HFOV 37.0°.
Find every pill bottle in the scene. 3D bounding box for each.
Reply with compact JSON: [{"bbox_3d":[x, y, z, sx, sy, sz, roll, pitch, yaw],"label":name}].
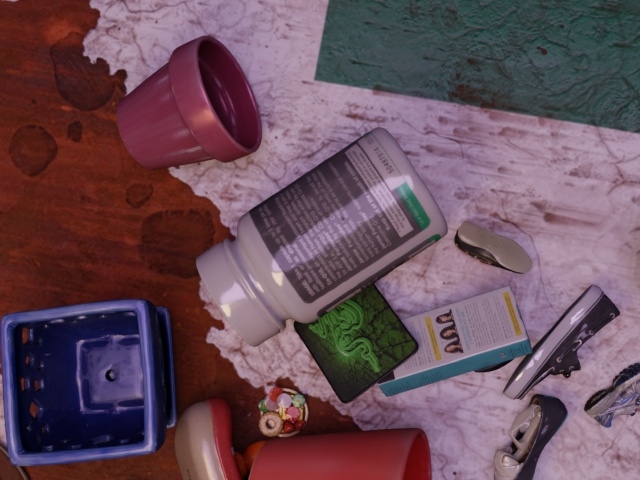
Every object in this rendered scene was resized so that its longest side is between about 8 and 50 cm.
[{"bbox_3d":[0.000,0.000,1.500,0.361,0.204,0.204,-33,84,2],"label":"pill bottle"}]

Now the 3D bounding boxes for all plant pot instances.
[{"bbox_3d":[-0.219,-0.204,1.549,0.180,0.201,0.201,-20,85,20],"label":"plant pot"},{"bbox_3d":[-0.351,0.216,1.519,0.236,0.212,0.236,-6,87,5],"label":"plant pot"},{"bbox_3d":[0.028,0.409,1.459,0.243,0.275,0.275,2,87,17],"label":"plant pot"}]

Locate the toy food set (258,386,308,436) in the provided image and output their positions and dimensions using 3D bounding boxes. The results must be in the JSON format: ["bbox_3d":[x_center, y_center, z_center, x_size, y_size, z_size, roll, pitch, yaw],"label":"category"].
[{"bbox_3d":[-0.062,0.284,1.583,0.083,0.020,0.082,2,87,6],"label":"toy food set"}]

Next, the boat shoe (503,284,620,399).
[{"bbox_3d":[0.387,0.176,1.521,0.076,0.080,0.228,41,84,8],"label":"boat shoe"}]

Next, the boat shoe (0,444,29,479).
[{"bbox_3d":[-0.531,0.469,1.571,0.123,0.116,0.324,-29,85,3],"label":"boat shoe"}]

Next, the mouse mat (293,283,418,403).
[{"bbox_3d":[0.053,0.152,1.537,0.152,0.007,0.189,-38,51,3],"label":"mouse mat"}]

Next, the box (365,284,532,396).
[{"bbox_3d":[0.201,0.161,1.513,0.244,0.060,0.100,-18,56,10],"label":"box"}]

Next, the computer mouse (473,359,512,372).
[{"bbox_3d":[0.206,0.197,1.555,0.242,0.041,0.071,-15,61,12],"label":"computer mouse"}]

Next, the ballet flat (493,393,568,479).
[{"bbox_3d":[0.315,0.331,1.516,0.074,0.074,0.203,31,86,6],"label":"ballet flat"}]

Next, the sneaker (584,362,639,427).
[{"bbox_3d":[0.487,0.245,1.522,0.135,0.052,0.058,-40,94,10],"label":"sneaker"}]

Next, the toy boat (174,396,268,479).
[{"bbox_3d":[-0.139,0.363,1.544,0.151,0.151,0.231,-15,86,-26],"label":"toy boat"}]

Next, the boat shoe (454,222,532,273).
[{"bbox_3d":[0.280,0.016,1.555,0.133,0.042,0.049,27,65,6],"label":"boat shoe"}]
